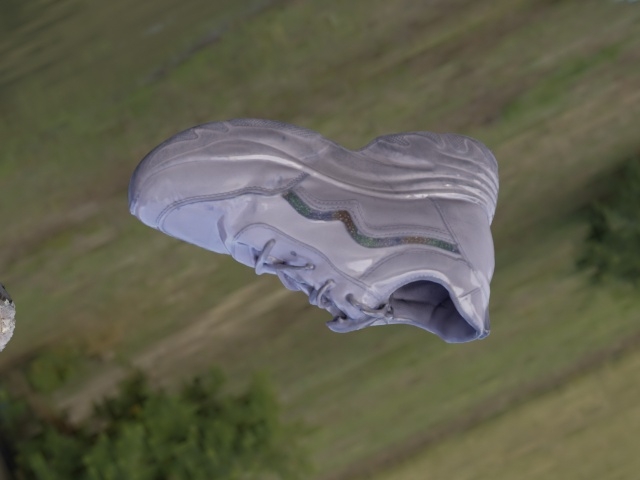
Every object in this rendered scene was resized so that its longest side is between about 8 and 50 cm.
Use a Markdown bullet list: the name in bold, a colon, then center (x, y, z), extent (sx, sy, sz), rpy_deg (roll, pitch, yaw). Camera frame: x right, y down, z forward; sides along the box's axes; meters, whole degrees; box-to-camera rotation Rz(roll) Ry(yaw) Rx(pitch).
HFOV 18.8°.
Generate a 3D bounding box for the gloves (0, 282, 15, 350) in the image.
- **gloves**: center (-0.252, 0.026, 1.211), extent (0.094, 0.110, 0.144), rpy_deg (-60, -151, 8)

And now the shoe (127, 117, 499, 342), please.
- **shoe**: center (0.000, 0.000, 1.231), extent (0.245, 0.137, 0.095), rpy_deg (2, 143, -11)
